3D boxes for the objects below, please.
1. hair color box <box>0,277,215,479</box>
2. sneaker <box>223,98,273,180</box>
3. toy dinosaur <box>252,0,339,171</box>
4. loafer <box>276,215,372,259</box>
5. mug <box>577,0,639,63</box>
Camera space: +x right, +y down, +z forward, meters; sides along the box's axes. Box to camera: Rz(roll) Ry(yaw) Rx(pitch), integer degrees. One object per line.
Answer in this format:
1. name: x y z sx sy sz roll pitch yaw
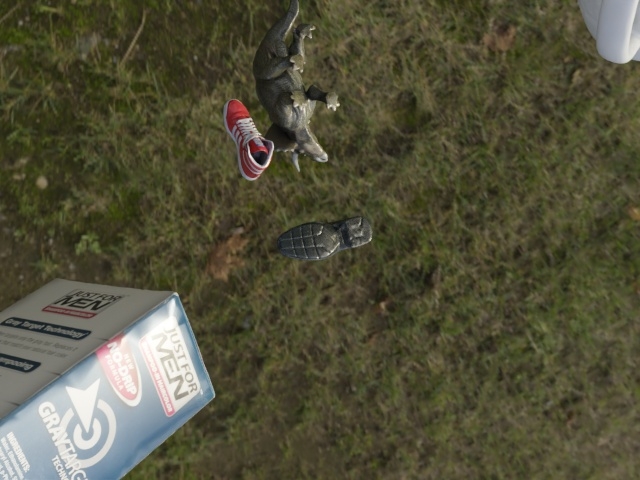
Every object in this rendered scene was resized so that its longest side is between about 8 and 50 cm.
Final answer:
1. hair color box: -0.259 0.158 0.618 0.347 0.173 0.105 -38 121 -42
2. sneaker: -0.100 -0.148 1.208 0.042 0.067 0.119 -16 88 -24
3. toy dinosaur: -0.064 -0.268 1.442 0.121 0.160 0.314 -25 99 -39
4. loafer: 0.000 0.000 1.374 0.170 0.061 0.062 -7 87 -31
5. mug: 0.477 -0.405 1.213 0.276 0.374 0.328 24 145 21
